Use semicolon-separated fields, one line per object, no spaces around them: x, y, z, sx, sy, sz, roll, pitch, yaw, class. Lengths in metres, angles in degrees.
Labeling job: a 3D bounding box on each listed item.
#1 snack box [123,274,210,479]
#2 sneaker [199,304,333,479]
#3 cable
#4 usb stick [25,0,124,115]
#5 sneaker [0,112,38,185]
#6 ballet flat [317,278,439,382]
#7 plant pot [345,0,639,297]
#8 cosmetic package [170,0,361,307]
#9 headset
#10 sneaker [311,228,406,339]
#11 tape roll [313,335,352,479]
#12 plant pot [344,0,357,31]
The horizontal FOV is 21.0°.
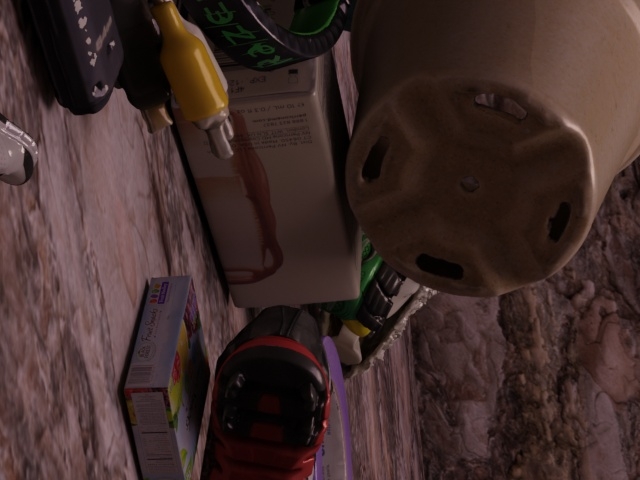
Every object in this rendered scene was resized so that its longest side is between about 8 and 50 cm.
-0.114;0.107;1.307;0.141;0.037;0.100;-83;169;-55;snack box
-0.047;0.167;1.369;0.135;0.097;0.276;-80;-178;-57;sneaker
-0.128;-0.191;1.155;0.139;0.072;0.287;45;-25;58;cable
-0.166;-0.198;1.028;0.077;0.045;0.278;-87;170;-46;usb stick
-0.182;-0.049;0.906;0.109;0.040;0.044;59;45;-67;sneaker
0.071;0.063;2.109;0.409;0.147;0.147;108;-15;-59;ballet flat
0.161;-0.113;1.617;0.305;0.334;0.334;-67;153;-57;plant pot
-0.044;-0.083;1.585;0.296;0.129;0.153;76;10;-50;cosmetic package
-0.071;-0.317;1.433;0.243;0.185;0.394;44;43;-44;headset
0.000;0.000;1.863;0.134;0.146;0.343;-60;-170;0;sneaker
-0.027;0.233;1.712;0.275;0.090;0.275;-4;90;-83;tape roll
0.046;-0.448;1.810;0.334;0.341;0.341;55;31;-59;plant pot
